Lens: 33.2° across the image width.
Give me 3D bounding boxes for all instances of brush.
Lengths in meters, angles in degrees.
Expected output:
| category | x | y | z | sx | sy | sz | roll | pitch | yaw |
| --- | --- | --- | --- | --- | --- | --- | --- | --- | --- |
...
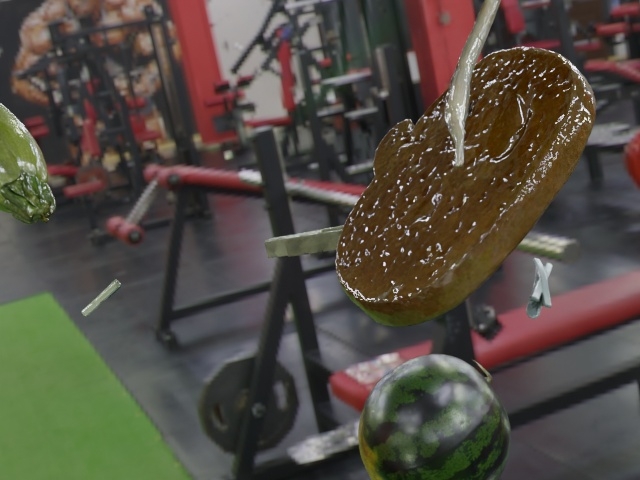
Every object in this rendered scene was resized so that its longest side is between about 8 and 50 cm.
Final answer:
| category | x | y | z | sx | sy | sz | roll | pitch | yaw |
| --- | --- | --- | --- | --- | --- | --- | --- | --- | --- |
| brush | -0.374 | 0.100 | 1.839 | 0.084 | 0.013 | 0.016 | -42 | 60 | -3 |

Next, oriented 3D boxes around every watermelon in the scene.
| category | x | y | z | sx | sy | sz | roll | pitch | yaw |
| --- | --- | --- | --- | --- | --- | --- | --- | --- | --- |
| watermelon | 0.181 | 0.309 | 1.725 | 0.269 | 0.268 | 0.269 | -11 | 12 | 2 |

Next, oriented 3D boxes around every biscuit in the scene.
| category | x | y | z | sx | sy | sz | roll | pitch | yaw |
| --- | --- | --- | --- | --- | --- | --- | --- | --- | --- |
| biscuit | 0.154 | -0.067 | 1.246 | 0.367 | 0.063 | 0.314 | -53 | 28 | -3 |

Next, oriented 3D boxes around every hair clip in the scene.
| category | x | y | z | sx | sy | sz | roll | pitch | yaw |
| --- | --- | --- | --- | --- | --- | --- | --- | --- | --- |
| hair clip | 0.305 | 0.065 | 1.506 | 0.030 | 0.039 | 0.115 | 30 | 36 | -4 |

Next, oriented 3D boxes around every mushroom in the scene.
| category | x | y | z | sx | sy | sz | roll | pitch | yaw |
| --- | --- | --- | --- | --- | --- | --- | --- | --- | --- |
| mushroom | 0.154 | -0.180 | 1.091 | 0.043 | 0.068 | 0.306 | 8 | 58 | 14 |

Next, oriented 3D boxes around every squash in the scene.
| category | x | y | z | sx | sy | sz | roll | pitch | yaw |
| --- | --- | --- | --- | --- | --- | --- | --- | --- | --- |
| squash | -0.346 | -0.102 | 1.071 | 0.094 | 0.094 | 0.341 | -22 | 40 | -40 |

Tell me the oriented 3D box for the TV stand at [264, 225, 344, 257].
| category | x | y | z | sx | sy | sz | roll | pitch | yaw |
| --- | --- | --- | --- | --- | --- | --- | --- | --- | --- |
| TV stand | 0.000 | 0.000 | 1.974 | 0.249 | 0.036 | 0.042 | -9 | 13 | 34 |
